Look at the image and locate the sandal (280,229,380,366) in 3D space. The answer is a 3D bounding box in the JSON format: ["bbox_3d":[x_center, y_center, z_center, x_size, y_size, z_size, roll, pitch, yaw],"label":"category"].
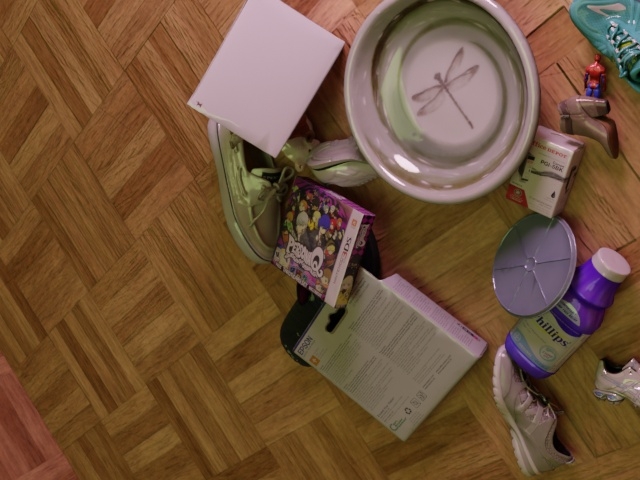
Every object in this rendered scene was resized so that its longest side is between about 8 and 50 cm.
[{"bbox_3d":[0.008,0.131,1.918,0.167,0.107,0.446,37,128,21],"label":"sandal"}]

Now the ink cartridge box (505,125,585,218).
[{"bbox_3d":[0.401,-0.123,1.526,0.099,0.056,0.135,28,124,28],"label":"ink cartridge box"}]

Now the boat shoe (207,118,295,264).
[{"bbox_3d":[-0.131,-0.132,1.919,0.156,0.136,0.367,-14,90,39],"label":"boat shoe"}]

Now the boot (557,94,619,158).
[{"bbox_3d":[0.451,-0.191,1.442,0.087,0.042,0.118,-2,113,38],"label":"boot"}]

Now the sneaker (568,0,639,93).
[{"bbox_3d":[0.499,-0.299,1.336,0.275,0.110,0.107,47,131,15],"label":"sneaker"}]

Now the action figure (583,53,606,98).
[{"bbox_3d":[0.461,-0.258,1.438,0.038,0.030,0.115,16,124,29],"label":"action figure"}]

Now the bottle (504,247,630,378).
[{"bbox_3d":[0.455,0.132,1.564,0.118,0.092,0.283,46,130,18],"label":"bottle"}]

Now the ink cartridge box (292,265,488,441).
[{"bbox_3d":[0.141,0.232,1.847,0.330,0.071,0.324,39,129,9],"label":"ink cartridge box"}]

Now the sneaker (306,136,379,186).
[{"bbox_3d":[0.090,-0.160,1.757,0.235,0.090,0.095,-1,138,31],"label":"sneaker"}]

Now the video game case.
[{"bbox_3d":[0.000,0.000,1.792,0.232,0.042,0.210,33,112,44],"label":"video game case"}]

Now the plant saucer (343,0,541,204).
[{"bbox_3d":[0.230,-0.269,1.567,0.400,0.100,0.400,14,113,35],"label":"plant saucer"}]

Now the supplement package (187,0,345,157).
[{"bbox_3d":[-0.103,-0.329,1.680,0.204,0.145,0.262,31,100,-5],"label":"supplement package"}]

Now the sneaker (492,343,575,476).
[{"bbox_3d":[0.422,0.328,1.690,0.115,0.105,0.281,-16,103,26],"label":"sneaker"}]

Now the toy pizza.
[{"bbox_3d":[0.395,0.047,1.563,0.201,0.032,0.201,-32,50,48],"label":"toy pizza"}]

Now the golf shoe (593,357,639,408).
[{"bbox_3d":[0.578,0.258,1.538,0.176,0.069,0.086,3,104,37],"label":"golf shoe"}]

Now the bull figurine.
[{"bbox_3d":[-0.112,-0.289,1.816,0.101,0.188,0.310,-172,70,-80],"label":"bull figurine"}]
